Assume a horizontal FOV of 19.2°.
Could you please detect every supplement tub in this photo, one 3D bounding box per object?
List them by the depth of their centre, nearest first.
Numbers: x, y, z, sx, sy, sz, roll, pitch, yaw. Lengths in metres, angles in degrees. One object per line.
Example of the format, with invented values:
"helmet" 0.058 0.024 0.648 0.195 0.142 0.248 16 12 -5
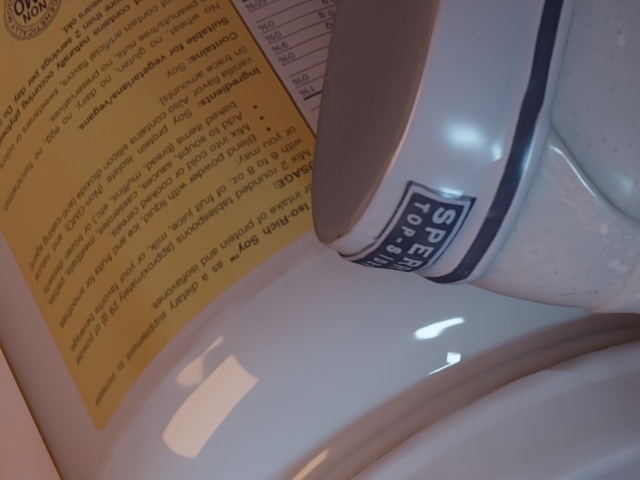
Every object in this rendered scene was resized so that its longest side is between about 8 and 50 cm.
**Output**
"supplement tub" 0.000 0.000 0.679 0.331 0.241 0.241 59 146 31

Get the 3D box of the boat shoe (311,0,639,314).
"boat shoe" 0.109 -0.148 0.551 0.136 0.156 0.367 135 148 -62
